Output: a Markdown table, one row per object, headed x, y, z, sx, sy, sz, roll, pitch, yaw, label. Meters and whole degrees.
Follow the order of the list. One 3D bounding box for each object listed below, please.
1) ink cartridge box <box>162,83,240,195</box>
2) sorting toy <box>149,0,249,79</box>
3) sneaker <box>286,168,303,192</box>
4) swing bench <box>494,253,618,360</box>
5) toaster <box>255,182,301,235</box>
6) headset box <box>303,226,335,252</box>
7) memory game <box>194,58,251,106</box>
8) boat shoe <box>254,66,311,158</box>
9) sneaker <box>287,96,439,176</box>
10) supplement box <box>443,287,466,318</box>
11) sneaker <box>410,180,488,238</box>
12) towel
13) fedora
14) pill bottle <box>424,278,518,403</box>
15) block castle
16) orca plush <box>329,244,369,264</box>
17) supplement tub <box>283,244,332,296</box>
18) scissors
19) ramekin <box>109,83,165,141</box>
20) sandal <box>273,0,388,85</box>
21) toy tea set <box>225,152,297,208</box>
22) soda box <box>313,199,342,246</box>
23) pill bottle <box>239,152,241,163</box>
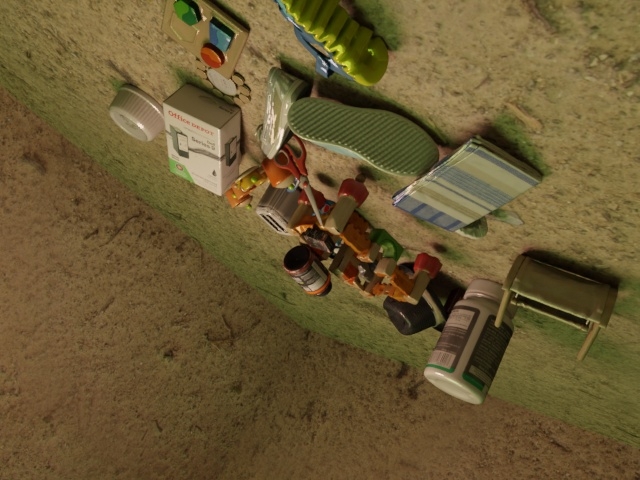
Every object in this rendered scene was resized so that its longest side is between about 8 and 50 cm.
| x | y | z | sx | sy | sz | roll | pitch | yaw | label |
| --- | --- | --- | --- | --- | --- | --- | --- | --- | --- |
| -0.372 | -0.315 | 1.649 | 0.211 | 0.122 | 0.289 | 26 | 142 | 11 | ink cartridge box |
| -0.329 | -0.533 | 1.260 | 0.307 | 0.041 | 0.229 | 35 | 157 | -10 | sorting toy |
| -0.092 | -0.207 | 1.736 | 0.059 | 0.053 | 0.144 | 33 | 153 | -5 | sneaker |
| 0.632 | 0.165 | 1.406 | 0.253 | 0.165 | 0.255 | 23 | 155 | 24 | swing bench |
| -0.130 | -0.119 | 1.868 | 0.129 | 0.147 | 0.227 | 9 | 151 | 47 | toaster |
| 0.000 | 0.000 | 1.496 | 0.083 | 0.032 | 0.062 | 19 | 157 | 31 | headset box |
| -0.273 | -0.446 | 1.460 | 0.186 | 0.012 | 0.186 | 27 | 161 | 10 | memory game |
| -0.111 | -0.327 | 1.369 | 0.103 | 0.118 | 0.320 | 37 | 158 | 1 | boat shoe |
| 0.108 | -0.255 | 1.245 | 0.365 | 0.135 | 0.150 | 23 | -167 | 5 | sneaker |
| 0.544 | 0.265 | 1.875 | 0.188 | 0.104 | 0.081 | 32 | 163 | 0 | supplement box |
| 0.336 | -0.076 | 1.380 | 0.232 | 0.090 | 0.115 | 36 | 170 | 14 | sneaker |
| 0.321 | -0.117 | 1.173 | 0.209 | 0.034 | 0.285 | 22 | 147 | -22 | towel |
| 0.327 | 0.248 | 1.927 | 0.334 | 0.152 | 0.334 | 56 | 171 | 14 | fedora |
| 0.497 | 0.319 | 1.682 | 0.204 | 0.361 | 0.204 | 28 | 161 | 10 | pill bottle |
| 0.142 | -0.004 | 1.650 | 0.453 | 0.213 | 0.303 | 40 | 157 | -27 | block castle |
| 0.073 | 0.068 | 2.103 | 0.287 | 0.102 | 0.151 | 32 | 161 | -1 | orca plush |
| -0.034 | 0.107 | 1.690 | 0.106 | 0.106 | 0.198 | 16 | 156 | 38 | supplement tub |
| -0.042 | -0.181 | 1.483 | 0.297 | 0.109 | 0.021 | 55 | -158 | 23 | scissors |
| -0.667 | -0.455 | 1.896 | 0.207 | 0.109 | 0.207 | 28 | 162 | 10 | ramekin |
| -0.012 | -0.412 | 0.984 | 0.138 | 0.126 | 0.317 | 13 | 153 | 53 | sandal |
| -0.191 | -0.169 | 1.682 | 0.124 | 0.200 | 0.336 | 55 | 159 | -6 | toy tea set |
| 0.034 | -0.063 | 1.874 | 0.067 | 0.071 | 0.210 | 22 | 159 | 23 | soda box |
| -0.324 | -0.285 | 1.836 | 0.086 | 0.086 | 0.152 | 33 | 161 | -6 | pill bottle |
